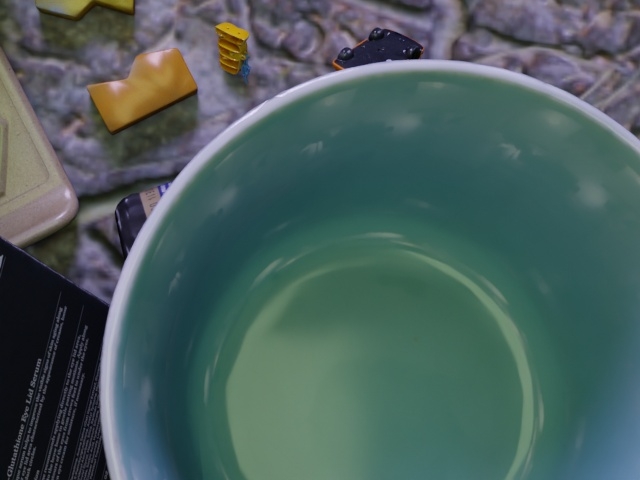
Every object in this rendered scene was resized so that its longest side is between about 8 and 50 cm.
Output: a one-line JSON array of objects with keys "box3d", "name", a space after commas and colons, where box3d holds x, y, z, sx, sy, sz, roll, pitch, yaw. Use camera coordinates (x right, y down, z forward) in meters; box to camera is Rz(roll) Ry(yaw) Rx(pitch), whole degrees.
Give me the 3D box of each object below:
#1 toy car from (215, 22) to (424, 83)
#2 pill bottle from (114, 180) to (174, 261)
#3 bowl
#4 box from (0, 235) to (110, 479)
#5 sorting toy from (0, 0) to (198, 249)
[{"box3d": [-0.001, -0.112, 1.079, 0.122, 0.060, 0.041, 16, 131, 14], "name": "toy car"}, {"box3d": [0.000, 0.000, 1.021, 0.219, 0.123, 0.123, -19, 88, -4], "name": "pill bottle"}, {"box3d": [0.042, 0.079, 0.871, 0.311, 0.163, 0.312, 2, 81, -10], "name": "bowl"}, {"box3d": [-0.201, 0.141, 0.938, 0.103, 0.184, 0.261, 5, 72, 23], "name": "box"}, {"box3d": [-0.245, -0.090, 1.052, 0.307, 0.041, 0.229, -27, 89, -4], "name": "sorting toy"}]
